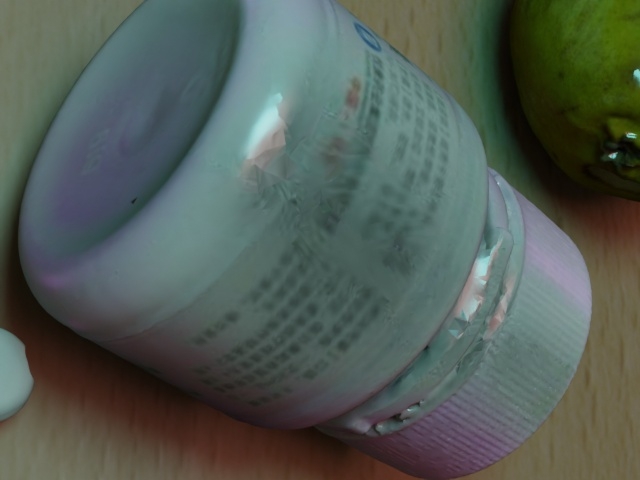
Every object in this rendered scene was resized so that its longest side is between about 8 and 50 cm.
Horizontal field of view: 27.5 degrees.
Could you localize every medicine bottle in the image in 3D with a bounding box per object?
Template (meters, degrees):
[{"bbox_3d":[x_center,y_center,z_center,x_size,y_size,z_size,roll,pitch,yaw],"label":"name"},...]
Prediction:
[{"bbox_3d":[0.000,0.000,0.849,0.325,0.256,0.256,33,59,-32],"label":"medicine bottle"}]

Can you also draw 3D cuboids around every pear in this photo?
[{"bbox_3d":[0.289,-0.169,1.118,0.269,0.269,0.321,52,41,-11],"label":"pear"}]

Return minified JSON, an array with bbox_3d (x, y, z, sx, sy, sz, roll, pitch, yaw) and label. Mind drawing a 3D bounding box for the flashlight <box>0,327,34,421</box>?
[{"bbox_3d":[-0.263,0.094,0.766,0.200,0.047,0.093,-12,84,-40],"label":"flashlight"}]
